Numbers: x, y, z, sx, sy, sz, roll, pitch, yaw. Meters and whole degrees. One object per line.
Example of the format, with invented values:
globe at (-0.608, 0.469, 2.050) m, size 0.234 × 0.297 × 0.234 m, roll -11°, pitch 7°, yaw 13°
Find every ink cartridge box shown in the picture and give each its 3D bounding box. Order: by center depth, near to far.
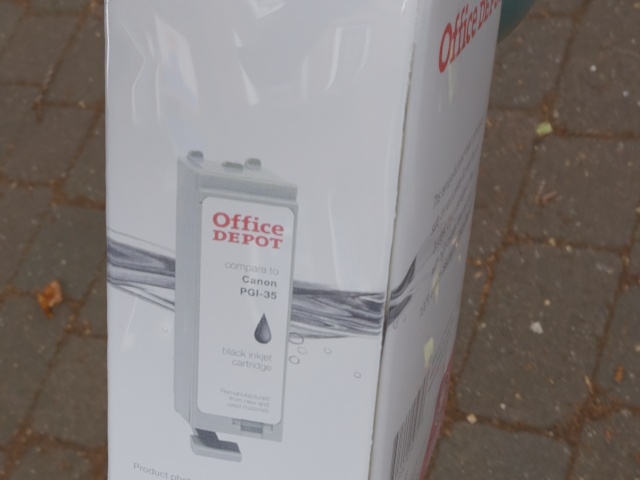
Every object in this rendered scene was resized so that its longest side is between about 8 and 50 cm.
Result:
ink cartridge box at (0.000, 0.000, 0.491) m, size 0.117 × 0.283 × 0.207 m, roll 10°, pitch 24°, yaw 14°

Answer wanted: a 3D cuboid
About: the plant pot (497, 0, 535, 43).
plant pot at (0.092, -0.267, 0.966) m, size 0.290 × 0.195 × 0.290 m, roll -14°, pitch 59°, yaw 25°
